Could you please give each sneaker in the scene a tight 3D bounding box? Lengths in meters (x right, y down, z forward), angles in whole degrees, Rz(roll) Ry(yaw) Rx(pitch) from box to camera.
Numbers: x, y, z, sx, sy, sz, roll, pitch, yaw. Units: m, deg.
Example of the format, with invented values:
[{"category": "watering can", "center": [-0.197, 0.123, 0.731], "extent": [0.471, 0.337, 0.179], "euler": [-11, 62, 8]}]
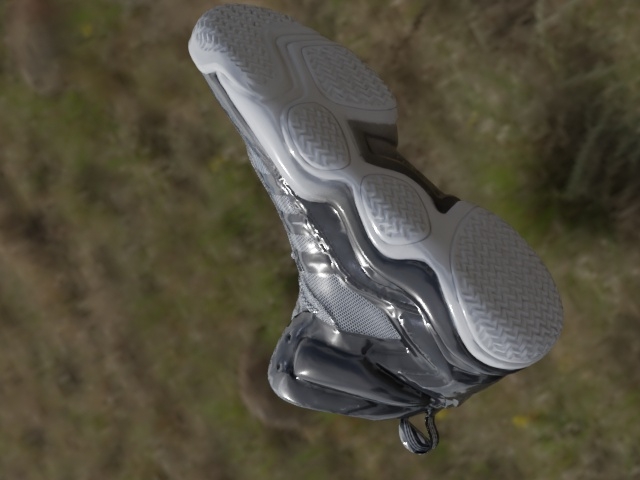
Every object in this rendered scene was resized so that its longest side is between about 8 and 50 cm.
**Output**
[{"category": "sneaker", "center": [0.000, 0.000, 0.925], "extent": [0.268, 0.101, 0.153], "euler": [47, 127, 13]}]
